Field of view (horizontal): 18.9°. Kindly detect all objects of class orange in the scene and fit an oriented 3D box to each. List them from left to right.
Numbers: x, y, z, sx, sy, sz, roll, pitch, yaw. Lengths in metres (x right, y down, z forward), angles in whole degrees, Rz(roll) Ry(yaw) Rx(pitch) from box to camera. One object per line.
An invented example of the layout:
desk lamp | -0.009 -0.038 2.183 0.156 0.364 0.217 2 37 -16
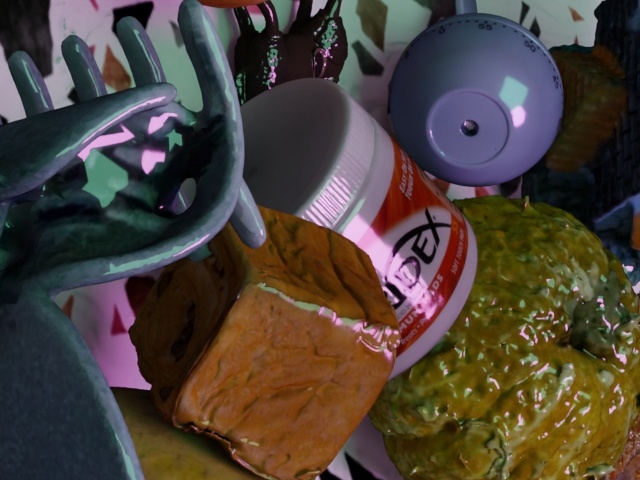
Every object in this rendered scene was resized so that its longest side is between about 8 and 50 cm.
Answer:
orange | 0.166 0.100 1.714 0.301 0.223 0.300 -20 93 -45

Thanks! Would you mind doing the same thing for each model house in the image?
model house | 0.295 -0.114 1.797 0.241 0.226 0.261 68 22 -66

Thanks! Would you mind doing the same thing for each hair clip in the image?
hair clip | -0.212 -0.013 1.277 0.238 0.318 0.392 -36 107 -44

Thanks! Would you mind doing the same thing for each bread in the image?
bread | -0.042 0.071 1.398 0.143 0.158 0.149 26 25 -28

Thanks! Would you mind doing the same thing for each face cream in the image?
face cream | 0.000 0.000 1.568 0.187 0.201 0.201 45 55 -32

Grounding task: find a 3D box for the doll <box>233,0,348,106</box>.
doll | -0.029 -0.153 1.667 0.139 0.057 0.165 -17 105 -47

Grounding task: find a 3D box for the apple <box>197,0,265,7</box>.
apple | -0.066 -0.339 1.500 0.275 0.299 0.299 49 47 7

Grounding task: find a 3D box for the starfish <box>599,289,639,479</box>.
starfish | 0.307 0.195 1.900 0.293 0.084 0.301 -54 149 -34

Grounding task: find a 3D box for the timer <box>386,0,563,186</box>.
timer | 0.130 -0.141 1.787 0.175 0.255 0.175 -4 107 -12

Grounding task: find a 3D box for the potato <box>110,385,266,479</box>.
potato | -0.129 0.220 1.427 0.266 0.229 0.229 32 61 -15
